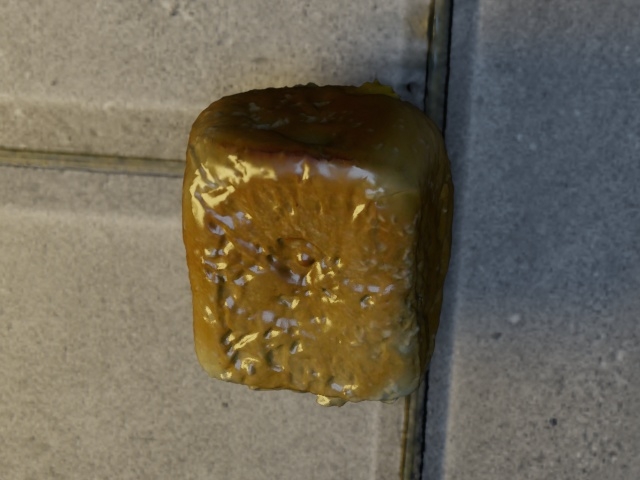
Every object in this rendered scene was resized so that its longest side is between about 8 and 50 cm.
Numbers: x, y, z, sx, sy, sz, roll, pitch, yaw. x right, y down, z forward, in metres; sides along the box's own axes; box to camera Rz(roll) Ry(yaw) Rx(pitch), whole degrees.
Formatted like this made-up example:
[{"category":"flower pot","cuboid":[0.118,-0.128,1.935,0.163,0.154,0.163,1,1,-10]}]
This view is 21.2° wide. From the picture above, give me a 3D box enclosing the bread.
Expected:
[{"category":"bread","cuboid":[0.000,0.000,1.317,0.195,0.176,0.246,7,121,13]}]
